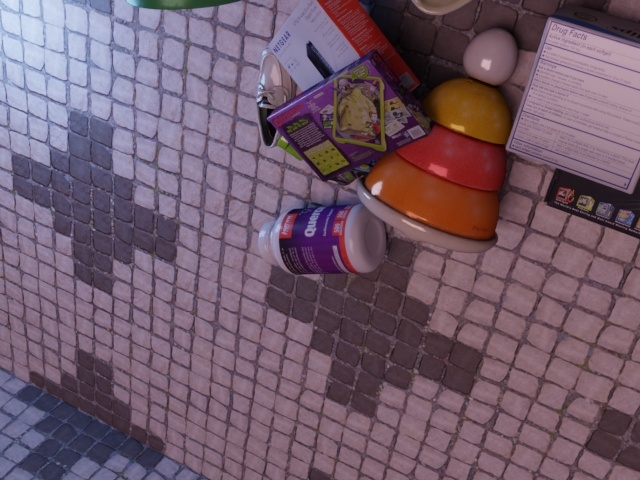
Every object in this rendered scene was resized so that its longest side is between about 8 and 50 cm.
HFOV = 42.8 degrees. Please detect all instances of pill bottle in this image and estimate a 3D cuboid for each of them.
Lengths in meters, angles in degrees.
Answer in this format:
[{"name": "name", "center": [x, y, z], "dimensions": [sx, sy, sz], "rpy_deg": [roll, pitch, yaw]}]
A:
[{"name": "pill bottle", "center": [0.000, 0.000, 2.180], "dimensions": [0.323, 0.181, 0.181], "rpy_deg": [-3, 115, 31]}]

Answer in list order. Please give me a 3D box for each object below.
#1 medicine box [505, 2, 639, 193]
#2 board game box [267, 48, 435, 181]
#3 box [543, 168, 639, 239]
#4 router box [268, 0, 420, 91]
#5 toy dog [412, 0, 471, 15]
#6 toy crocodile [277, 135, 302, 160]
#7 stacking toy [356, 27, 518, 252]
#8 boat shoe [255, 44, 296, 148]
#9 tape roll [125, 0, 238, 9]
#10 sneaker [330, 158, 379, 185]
[{"name": "medicine box", "center": [0.545, -0.280, 1.606], "dimensions": [0.264, 0.149, 0.289], "rpy_deg": [23, 123, 18]}, {"name": "board game box", "center": [0.059, -0.262, 1.795], "dimensions": [0.208, 0.056, 0.347], "rpy_deg": [44, 143, -22]}, {"name": "box", "center": [0.715, -0.155, 1.727], "dimensions": [0.395, 0.097, 0.318], "rpy_deg": [24, 123, 17]}, {"name": "router box", "center": [0.042, -0.407, 1.879], "dimensions": [0.301, 0.082, 0.335], "rpy_deg": [51, 161, -5]}, {"name": "toy dog", "center": [0.283, -0.599, 1.522], "dimensions": [0.396, 0.408, 0.284], "rpy_deg": [-25, 98, 10]}, {"name": "toy crocodile", "center": [-0.024, -0.278, 1.997], "dimensions": [0.115, 0.105, 0.340], "rpy_deg": [29, 158, -3]}, {"name": "stacking toy", "center": [0.318, -0.240, 1.834], "dimensions": [0.351, 0.351, 0.479], "rpy_deg": [27, 109, 14]}, {"name": "boat shoe", "center": [-0.125, -0.365, 2.096], "dimensions": [0.096, 0.088, 0.267], "rpy_deg": [18, 125, 21]}, {"name": "tape roll", "center": [-0.299, -0.611, 1.900], "dimensions": [0.322, 0.321, 0.077], "rpy_deg": [12, 122, 24]}, {"name": "sneaker", "center": [0.079, -0.183, 2.111], "dimensions": [0.188, 0.067, 0.078], "rpy_deg": [-1, 138, 29]}]
